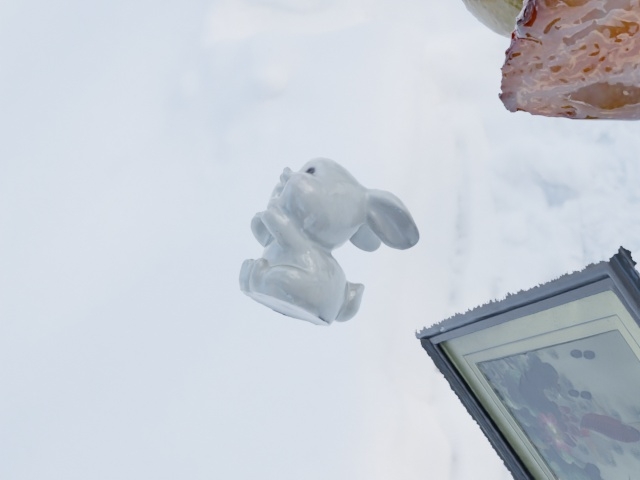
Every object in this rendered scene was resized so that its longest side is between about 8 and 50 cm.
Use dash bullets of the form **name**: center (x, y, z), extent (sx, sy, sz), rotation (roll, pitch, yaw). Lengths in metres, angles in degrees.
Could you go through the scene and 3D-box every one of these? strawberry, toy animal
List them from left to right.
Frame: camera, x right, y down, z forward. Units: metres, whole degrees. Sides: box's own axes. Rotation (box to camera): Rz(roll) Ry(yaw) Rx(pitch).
- **toy animal**: center (0.002, 0.008, 1.198), extent (0.193, 0.178, 0.127), rotation (-60, 14, -14)
- **strawberry**: center (0.180, -0.126, 0.554), extent (0.187, 0.146, 0.082), rotation (-28, 34, 37)

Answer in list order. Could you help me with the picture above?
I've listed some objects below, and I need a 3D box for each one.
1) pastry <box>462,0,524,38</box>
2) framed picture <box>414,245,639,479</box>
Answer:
- **pastry**: center (0.317, -0.438, 1.350), extent (0.356, 0.164, 0.356), rotation (-13, 72, 45)
- **framed picture**: center (0.136, 0.106, 0.453), extent (0.010, 0.199, 0.195), rotation (-34, -1, -21)
